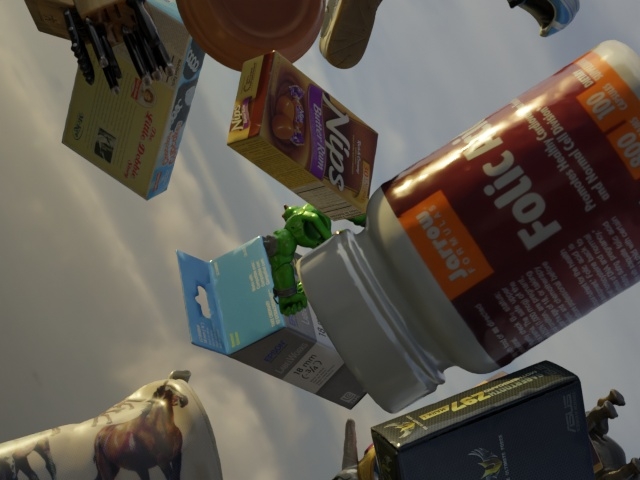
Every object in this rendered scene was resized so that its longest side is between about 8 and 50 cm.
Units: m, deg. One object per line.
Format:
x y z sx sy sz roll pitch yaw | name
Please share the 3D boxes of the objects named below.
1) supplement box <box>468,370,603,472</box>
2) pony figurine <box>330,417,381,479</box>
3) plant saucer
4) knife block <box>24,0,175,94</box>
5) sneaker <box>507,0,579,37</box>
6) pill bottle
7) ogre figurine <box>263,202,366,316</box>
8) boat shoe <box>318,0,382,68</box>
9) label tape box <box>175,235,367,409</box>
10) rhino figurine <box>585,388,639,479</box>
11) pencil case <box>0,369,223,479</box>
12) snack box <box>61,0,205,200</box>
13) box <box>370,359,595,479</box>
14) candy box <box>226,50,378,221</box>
0.216 0.221 1.414 0.081 0.104 0.188 64 -12 -14 | supplement box
-0.004 0.412 1.362 0.351 0.363 0.303 58 -3 25 | pony figurine
-0.075 -0.296 1.477 0.037 0.200 0.200 -8 -68 59 | plant saucer
-0.280 -0.342 1.782 0.242 0.276 0.088 17 -27 16 | knife block
0.286 -0.403 1.870 0.237 0.086 0.085 45 -22 -8 | sneaker
0.187 -0.006 1.273 0.224 0.392 0.224 55 7 -10 | pill bottle
0.000 0.000 1.735 0.118 0.197 0.097 59 0 -32 | ogre figurine
0.060 -0.436 2.163 0.098 0.277 0.096 18 13 -32 | boat shoe
-0.066 0.119 2.129 0.333 0.106 0.241 27 28 -32 | label tape box
0.408 0.330 1.746 0.073 0.106 0.243 18 41 -40 | rhino figurine
-0.285 0.251 1.151 0.184 0.410 0.160 67 -21 17 | pencil case
-0.289 -0.240 1.960 0.187 0.060 0.322 34 -53 17 | snack box
0.153 0.243 1.107 0.059 0.183 0.233 -153 -132 -64 | box
-0.015 -0.111 1.386 0.186 0.053 0.109 35 54 -42 | candy box
